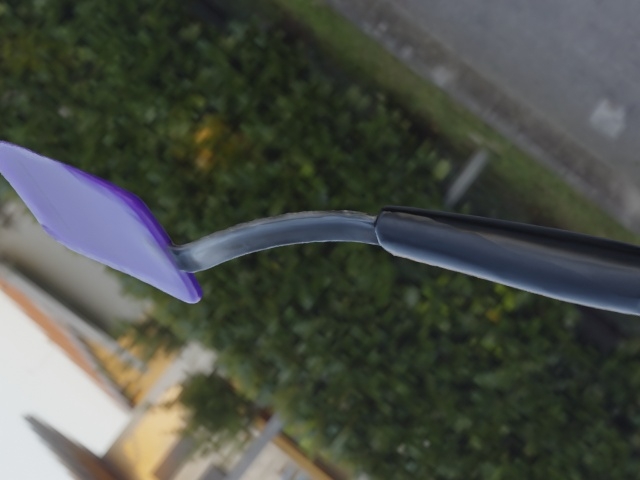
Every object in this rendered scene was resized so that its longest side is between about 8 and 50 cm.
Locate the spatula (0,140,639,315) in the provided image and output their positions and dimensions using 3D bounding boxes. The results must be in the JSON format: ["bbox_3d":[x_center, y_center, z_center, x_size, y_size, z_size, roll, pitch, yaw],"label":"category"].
[{"bbox_3d":[0.000,0.000,0.511,0.296,0.030,0.084,5,148,24],"label":"spatula"}]
